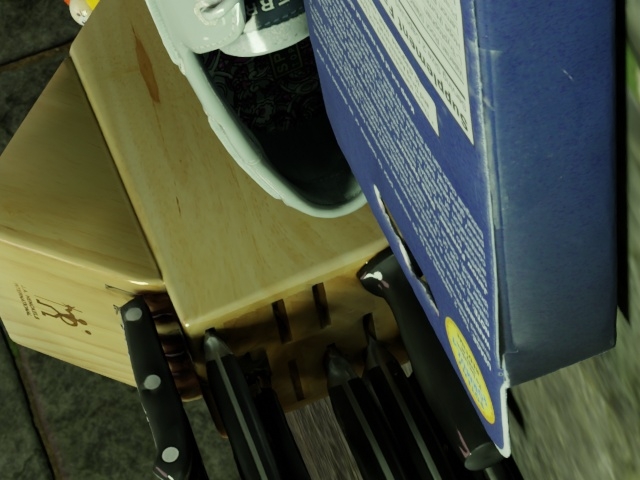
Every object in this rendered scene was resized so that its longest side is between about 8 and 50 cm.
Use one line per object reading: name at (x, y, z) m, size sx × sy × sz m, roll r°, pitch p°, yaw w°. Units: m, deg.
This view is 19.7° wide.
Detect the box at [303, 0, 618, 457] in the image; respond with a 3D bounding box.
box at (0.025, -0.062, 0.430) m, size 0.225 × 0.036 × 0.136 m, roll 80°, pitch 167°, yaw -51°

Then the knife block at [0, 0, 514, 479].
knife block at (0.000, 0.000, 0.716) m, size 0.088 × 0.242 × 0.276 m, roll 80°, pitch -148°, yaw -55°

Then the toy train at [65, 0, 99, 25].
toy train at (-0.090, -0.148, 0.841) m, size 0.125 × 0.046 × 0.166 m, roll -66°, pitch -30°, yaw -52°

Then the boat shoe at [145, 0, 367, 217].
boat shoe at (-0.018, -0.088, 0.549) m, size 0.081 × 0.079 × 0.227 m, roll 62°, pitch 177°, yaw 36°
